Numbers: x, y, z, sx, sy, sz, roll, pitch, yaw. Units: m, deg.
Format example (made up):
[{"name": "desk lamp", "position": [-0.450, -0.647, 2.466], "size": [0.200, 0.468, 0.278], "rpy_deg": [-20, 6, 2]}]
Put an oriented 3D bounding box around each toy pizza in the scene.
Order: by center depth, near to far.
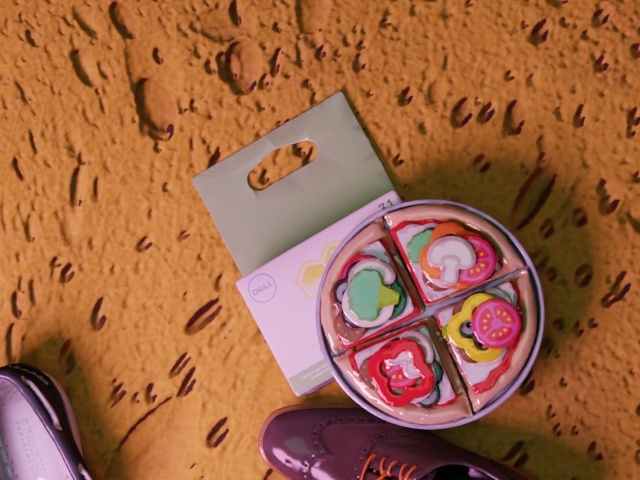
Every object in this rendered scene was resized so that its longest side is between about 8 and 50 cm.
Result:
[{"name": "toy pizza", "position": [0.094, 0.063, 1.601], "size": [0.201, 0.032, 0.201], "rpy_deg": [-1, 85, 9]}]

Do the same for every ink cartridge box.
[{"name": "ink cartridge box", "position": [0.000, 0.000, 1.669], "size": [0.171, 0.056, 0.235], "rpy_deg": [-30, 80, 6]}]

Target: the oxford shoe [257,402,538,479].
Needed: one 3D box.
[{"name": "oxford shoe", "position": [0.070, 0.199, 1.604], "size": [0.271, 0.098, 0.097], "rpy_deg": [14, 85, 12]}]

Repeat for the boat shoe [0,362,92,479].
[{"name": "boat shoe", "position": [-0.243, 0.256, 1.658], "size": [0.114, 0.091, 0.302], "rpy_deg": [-28, 78, 6]}]
